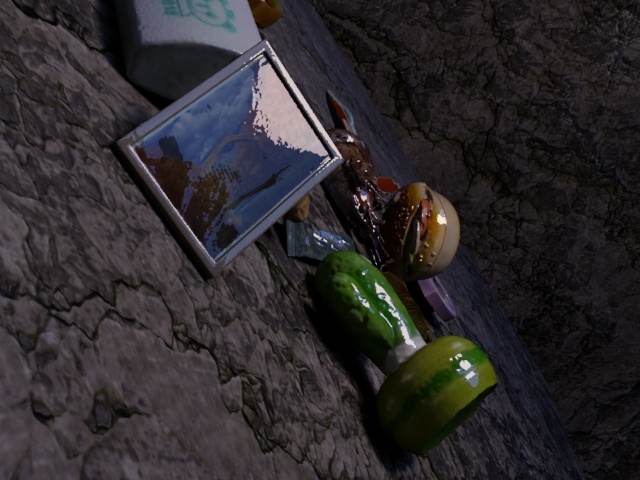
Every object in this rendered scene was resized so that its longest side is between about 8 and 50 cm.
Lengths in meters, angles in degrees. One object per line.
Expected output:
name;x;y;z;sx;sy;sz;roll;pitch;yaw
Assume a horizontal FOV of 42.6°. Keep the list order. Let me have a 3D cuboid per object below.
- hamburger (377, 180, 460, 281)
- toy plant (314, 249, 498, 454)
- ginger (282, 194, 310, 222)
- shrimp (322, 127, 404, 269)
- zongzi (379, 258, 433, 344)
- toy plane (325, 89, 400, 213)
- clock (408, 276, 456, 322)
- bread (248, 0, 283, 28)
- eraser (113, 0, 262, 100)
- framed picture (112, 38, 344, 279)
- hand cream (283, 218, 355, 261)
hamburger;0.201;-0.017;1.767;0.147;0.237;0.237;12;37;-23
toy plant;0.098;0.147;1.219;0.316;0.184;0.224;48;3;23
ginger;-0.086;-0.112;1.125;0.190;0.126;0.354;71;17;4
shrimp;0.083;-0.093;1.703;0.145;0.116;0.343;7;53;-43
zongzi;0.153;0.160;1.527;0.184;0.084;0.187;66;0;-50
toy plane;0.069;-0.209;1.921;0.326;0.104;0.223;60;12;17
clock;0.258;0.117;1.993;0.198;0.064;0.172;59;13;-4
bread;-0.169;-0.621;1.982;0.236;0.070;0.236;56;13;-20
eraser;-0.185;-0.311;1.117;0.189;0.104;0.290;10;44;-32
framed picture;-0.094;-0.101;0.949;0.250;0.016;0.184;-43;107;-34
hand cream;0.000;-0.001;1.337;0.075;0.052;0.248;63;14;17
